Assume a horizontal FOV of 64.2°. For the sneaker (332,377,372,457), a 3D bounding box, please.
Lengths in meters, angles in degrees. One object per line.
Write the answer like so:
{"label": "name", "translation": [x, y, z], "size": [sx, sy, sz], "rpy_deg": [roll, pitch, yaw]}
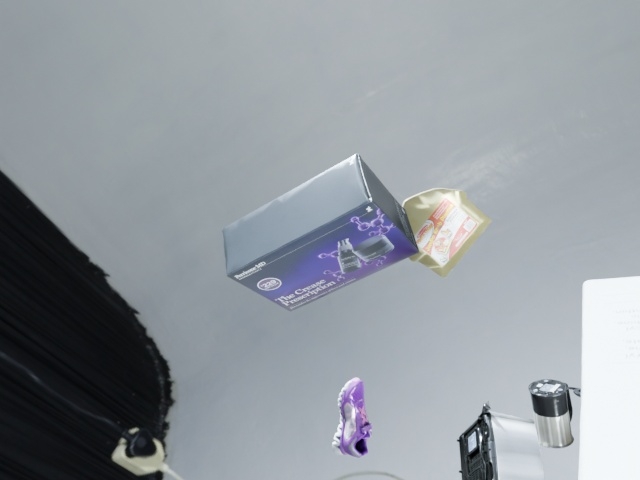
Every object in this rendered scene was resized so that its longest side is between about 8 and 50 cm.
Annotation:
{"label": "sneaker", "translation": [0.107, 0.518, 1.470], "size": [0.104, 0.095, 0.237], "rpy_deg": [11, 97, 45]}

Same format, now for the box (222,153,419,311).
{"label": "box", "translation": [0.000, 0.000, 0.834], "size": [0.261, 0.184, 0.103], "rpy_deg": [-27, 50, 20]}

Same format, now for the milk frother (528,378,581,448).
{"label": "milk frother", "translation": [0.573, 0.402, 1.180], "size": [0.129, 0.135, 0.143], "rpy_deg": [-16, 10, -21]}

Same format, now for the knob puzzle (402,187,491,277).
{"label": "knob puzzle", "translation": [0.259, -0.035, 1.149], "size": [0.213, 0.213, 0.030], "rpy_deg": [-34, 18, 2]}

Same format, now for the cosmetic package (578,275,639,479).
{"label": "cosmetic package", "translation": [0.430, 0.246, 0.455], "size": [0.327, 0.330, 0.393], "rpy_deg": [-7, 17, 30]}

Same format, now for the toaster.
{"label": "toaster", "translation": [0.352, 0.440, 1.008], "size": [0.110, 0.186, 0.168], "rpy_deg": [9, 49, -2]}
